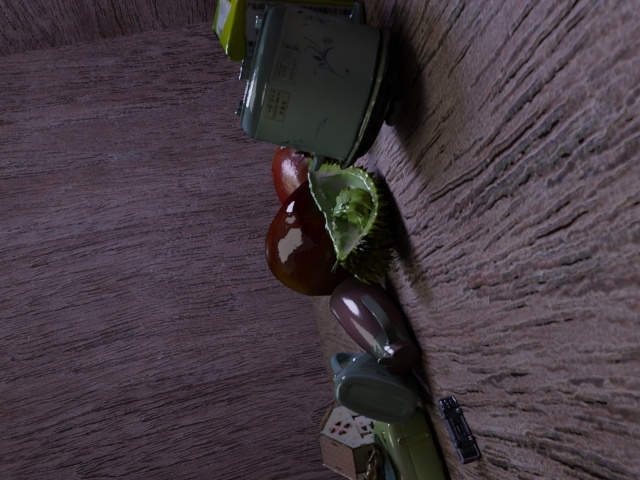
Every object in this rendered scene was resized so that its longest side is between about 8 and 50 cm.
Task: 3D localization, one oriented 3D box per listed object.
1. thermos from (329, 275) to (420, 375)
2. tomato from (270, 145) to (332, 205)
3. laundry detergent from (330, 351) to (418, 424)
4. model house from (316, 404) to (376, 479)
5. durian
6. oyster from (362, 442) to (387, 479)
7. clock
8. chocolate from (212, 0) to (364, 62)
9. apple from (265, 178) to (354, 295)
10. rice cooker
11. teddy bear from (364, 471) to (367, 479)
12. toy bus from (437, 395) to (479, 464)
[{"bbox_3d":[0.136,0.202,1.411,0.265,0.146,0.176,52,168,52],"label":"thermos"},{"bbox_3d":[-0.065,-0.196,1.764,0.309,0.170,0.309,11,-90,-80],"label":"tomato"},{"bbox_3d":[0.127,0.336,1.444,0.280,0.215,0.105,-89,16,-80],"label":"laundry detergent"},{"bbox_3d":[0.115,0.675,1.933,0.326,0.244,0.169,-126,27,-68],"label":"model house"},{"bbox_3d":[0.077,-0.045,1.328,0.157,0.169,0.355,87,173,-49],"label":"durian"},{"bbox_3d":[0.143,0.607,1.432,0.129,0.078,0.345,-82,-12,-45],"label":"oyster"},{"bbox_3d":[0.224,0.587,1.478,0.348,0.117,0.286,93,162,-66],"label":"clock"},{"bbox_3d":[-0.072,-0.479,1.272,0.289,0.301,0.137,-116,27,-56],"label":"chocolate"},{"bbox_3d":[0.000,0.000,1.542,0.317,0.288,0.288,108,151,-46],"label":"apple"},{"bbox_3d":[0.006,-0.278,1.058,0.264,0.316,0.316,-104,3,-74],"label":"rice cooker"},{"bbox_3d":[0.168,0.806,1.735,0.156,0.256,0.267,82,173,-59],"label":"teddy bear"},{"bbox_3d":[0.265,0.369,1.133,0.052,0.037,0.131,83,171,-47],"label":"toy bus"}]
